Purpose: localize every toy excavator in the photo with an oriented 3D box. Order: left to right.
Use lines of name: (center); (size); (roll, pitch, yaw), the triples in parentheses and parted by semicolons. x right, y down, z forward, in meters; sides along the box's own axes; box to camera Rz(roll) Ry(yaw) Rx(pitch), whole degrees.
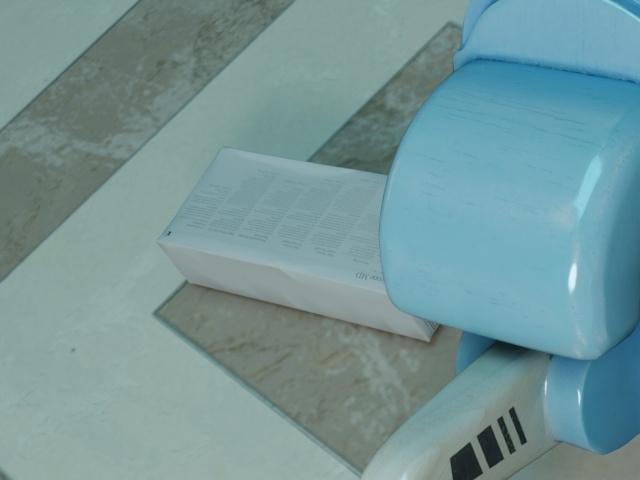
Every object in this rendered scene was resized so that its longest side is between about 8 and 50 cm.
toy excavator: (0.118, 0.063, 1.128); (0.222, 0.433, 0.445); (16, 33, 42)

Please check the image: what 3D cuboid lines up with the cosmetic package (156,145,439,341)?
cosmetic package: (0.000, 0.000, 1.415); (0.239, 0.060, 0.099); (13, 57, 41)
